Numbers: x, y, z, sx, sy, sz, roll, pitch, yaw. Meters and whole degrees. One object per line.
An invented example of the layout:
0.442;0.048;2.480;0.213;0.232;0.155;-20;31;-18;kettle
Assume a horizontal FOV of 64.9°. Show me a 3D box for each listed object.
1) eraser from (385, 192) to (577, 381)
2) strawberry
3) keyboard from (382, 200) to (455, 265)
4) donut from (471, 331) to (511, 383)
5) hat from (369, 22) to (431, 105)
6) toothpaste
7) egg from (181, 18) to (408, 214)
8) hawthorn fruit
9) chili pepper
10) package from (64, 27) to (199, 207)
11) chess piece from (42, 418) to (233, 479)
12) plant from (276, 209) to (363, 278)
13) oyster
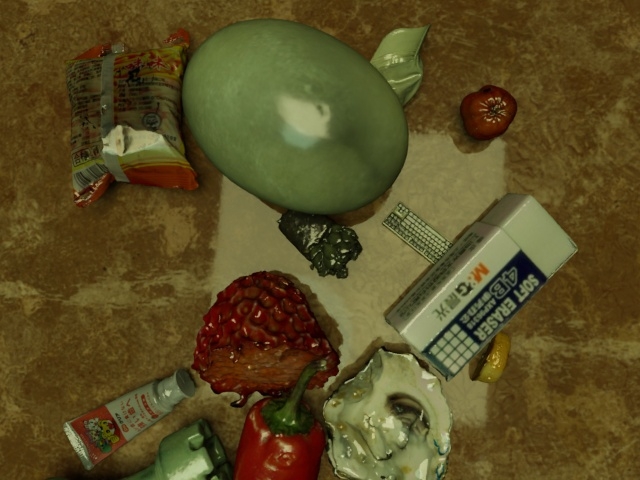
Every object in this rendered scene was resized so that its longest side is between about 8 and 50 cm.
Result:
0.247;0.070;0.787;0.287;0.086;0.130;-45;98;1;eraser
-0.084;0.143;0.789;0.234;0.233;0.177;-6;55;3;strawberry
0.167;-0.007;0.836;0.129;0.015;0.049;40;91;5;keyboard
0.280;0.189;0.813;0.038;0.067;0.083;22;57;11;donut
0.121;-0.285;0.833;0.122;0.081;0.166;17;76;48;hat
-0.318;0.292;0.840;0.234;0.057;0.089;-31;87;10;toothpaste
-0.041;-0.178;0.737;0.352;0.258;0.258;28;89;8;egg
0.265;-0.204;0.806;0.093;0.093;0.093;0;87;4;hawthorn fruit
-0.059;0.310;0.763;0.135;0.131;0.338;7;99;8;chili pepper
-0.314;-0.209;0.834;0.224;0.108;0.287;-9;84;2;package
-0.292;0.403;0.773;0.299;0.194;0.194;-29;86;-7;chess piece
0.000;0.000;0.812;0.143;0.092;0.094;38;83;13;plant
0.113;0.291;0.792;0.214;0.083;0.222;37;90;4;oyster
